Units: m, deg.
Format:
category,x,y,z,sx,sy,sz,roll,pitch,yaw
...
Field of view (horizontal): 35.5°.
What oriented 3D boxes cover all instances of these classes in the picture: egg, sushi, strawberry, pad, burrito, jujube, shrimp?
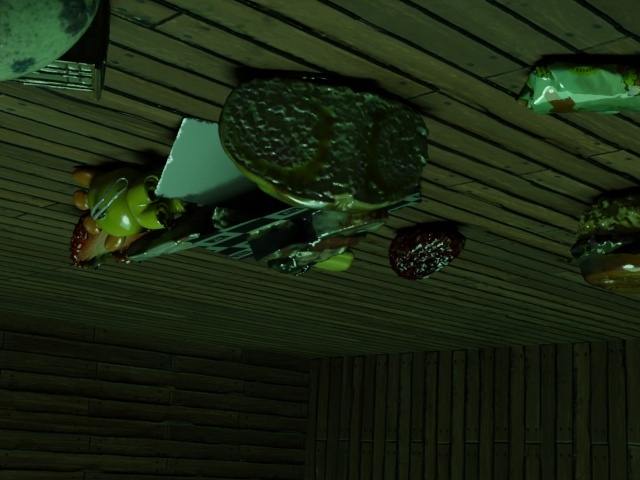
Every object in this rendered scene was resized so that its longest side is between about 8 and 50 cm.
category,x,y,z,sx,sy,sz,roll,pitch,yaw
egg,-0.278,-0.207,0.849,0.182,0.141,0.141,-13,173,-20
sushi,0.000,0.000,1.540,0.340,0.068,0.320,-18,172,5
strawberry,-0.375,-0.032,1.812,0.167,0.087,0.208,-12,152,-36
pad,-0.111,-0.098,1.400,0.211,0.003,0.143,10,128,-26
burrito,0.356,-0.169,1.068,0.288,0.054,0.104,3,165,7
jujube,0.189,0.017,1.843,0.104,0.104,0.166,10,153,-28
shrimp,-0.165,-0.028,1.573,0.360,0.085,0.247,-16,-172,38

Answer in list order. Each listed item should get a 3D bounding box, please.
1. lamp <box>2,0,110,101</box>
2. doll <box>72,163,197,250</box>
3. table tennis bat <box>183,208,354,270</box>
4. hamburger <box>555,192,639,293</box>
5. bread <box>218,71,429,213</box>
category,x,y,z,sx,sy,sz,roll,pitch,yaw
lamp,-0.372,-0.208,0.974,0.326,0.090,0.089,5,166,-12
doll,-0.299,-0.055,1.547,0.221,0.142,0.135,-8,-158,36
table tennis bat,-0.092,-0.001,1.906,0.369,0.054,0.224,16,163,-34
hamburger,0.513,0.005,1.592,0.243,0.138,0.262,10,165,-23
bread,0.005,-0.102,1.213,0.261,0.158,0.156,7,170,-6
